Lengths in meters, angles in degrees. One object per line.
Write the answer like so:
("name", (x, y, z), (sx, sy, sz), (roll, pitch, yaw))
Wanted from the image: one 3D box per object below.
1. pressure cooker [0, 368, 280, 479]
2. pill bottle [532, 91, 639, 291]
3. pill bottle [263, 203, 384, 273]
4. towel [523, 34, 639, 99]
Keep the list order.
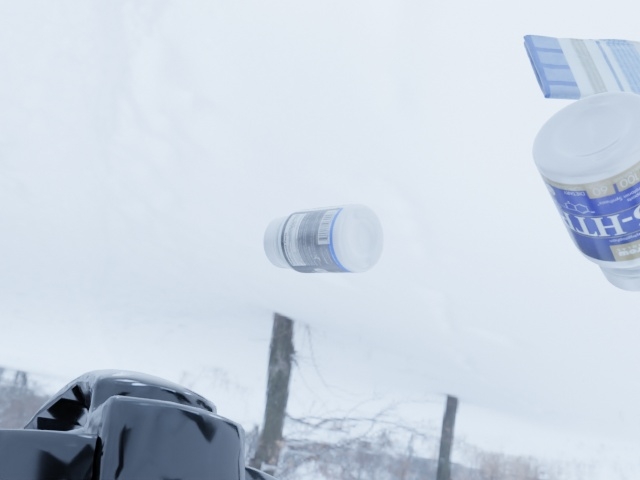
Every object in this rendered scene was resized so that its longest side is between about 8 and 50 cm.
("pressure cooker", (-0.166, 0.287, 0.369), (0.370, 0.420, 0.375), (-9, 143, 7))
("pill bottle", (0.289, -0.039, 0.671), (0.112, 0.112, 0.186), (-5, 137, 40))
("pill bottle", (0.000, 0.000, 0.815), (0.078, 0.078, 0.137), (23, 163, -40))
("towel", (0.514, -0.298, 1.234), (0.285, 0.209, 0.034), (3, 134, -3))
